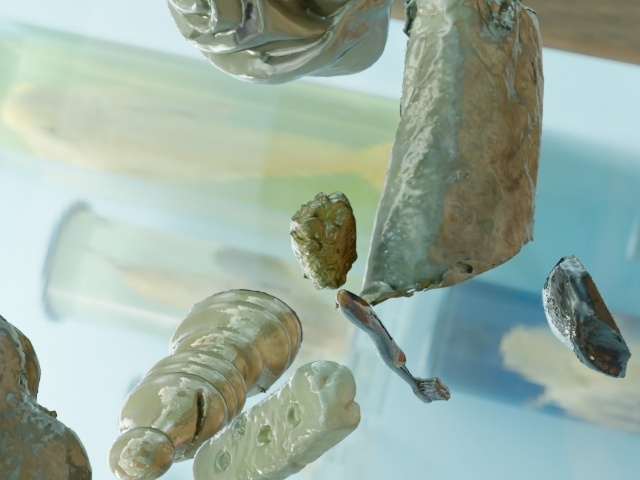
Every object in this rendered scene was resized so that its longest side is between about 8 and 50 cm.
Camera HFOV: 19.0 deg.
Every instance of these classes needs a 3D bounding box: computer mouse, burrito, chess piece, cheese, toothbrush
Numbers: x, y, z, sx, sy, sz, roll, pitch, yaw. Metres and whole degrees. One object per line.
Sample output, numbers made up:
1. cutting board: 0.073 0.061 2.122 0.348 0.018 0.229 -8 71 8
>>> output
1. computer mouse: 0.201 0.063 1.467 0.135 0.047 0.079 52 -169 -53
2. burrito: 0.136 -0.079 1.757 0.175 0.107 0.348 22 -112 -30
3. chess piece: -0.136 0.159 1.924 0.307 0.138 0.124 -47 -31 -61
4. cheese: -0.036 0.153 1.473 0.043 0.194 0.065 -4 -115 -40
5. toothbrush: 0.064 0.100 1.729 0.321 0.031 0.023 45 -142 -62

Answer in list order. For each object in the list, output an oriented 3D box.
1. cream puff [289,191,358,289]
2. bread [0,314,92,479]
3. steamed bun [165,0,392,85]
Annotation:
1. cream puff: 0.000 0.000 1.654 0.083 0.058 0.083 -65 -31 -23
2. bread: -0.274 0.218 1.445 0.102 0.183 0.337 120 165 -74
3. steamed bun: -0.078 -0.346 2.272 0.255 0.342 0.368 -37 -22 -37
